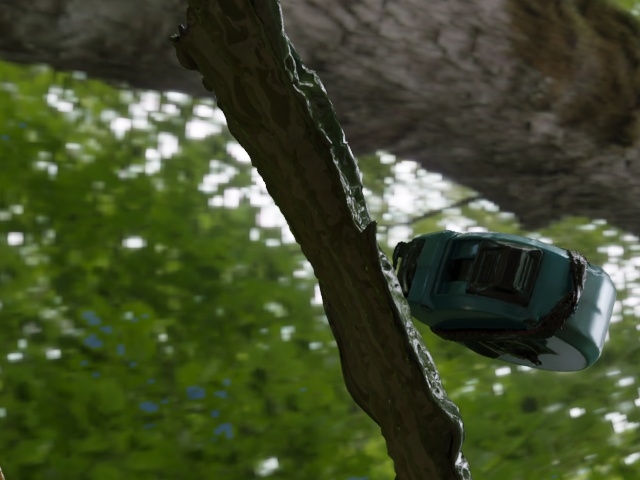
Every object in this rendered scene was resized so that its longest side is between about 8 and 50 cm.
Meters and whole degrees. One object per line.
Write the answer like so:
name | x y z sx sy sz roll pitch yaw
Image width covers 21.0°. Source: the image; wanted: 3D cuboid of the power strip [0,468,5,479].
power strip | -0.153 0.065 0.533 0.178 0.028 0.049 32 -76 -12

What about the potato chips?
potato chips | -0.001 0.000 0.530 0.028 0.092 0.208 -27 -84 -14

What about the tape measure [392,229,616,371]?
tape measure | 0.133 0.040 1.172 0.146 0.125 0.081 -2 -116 52
